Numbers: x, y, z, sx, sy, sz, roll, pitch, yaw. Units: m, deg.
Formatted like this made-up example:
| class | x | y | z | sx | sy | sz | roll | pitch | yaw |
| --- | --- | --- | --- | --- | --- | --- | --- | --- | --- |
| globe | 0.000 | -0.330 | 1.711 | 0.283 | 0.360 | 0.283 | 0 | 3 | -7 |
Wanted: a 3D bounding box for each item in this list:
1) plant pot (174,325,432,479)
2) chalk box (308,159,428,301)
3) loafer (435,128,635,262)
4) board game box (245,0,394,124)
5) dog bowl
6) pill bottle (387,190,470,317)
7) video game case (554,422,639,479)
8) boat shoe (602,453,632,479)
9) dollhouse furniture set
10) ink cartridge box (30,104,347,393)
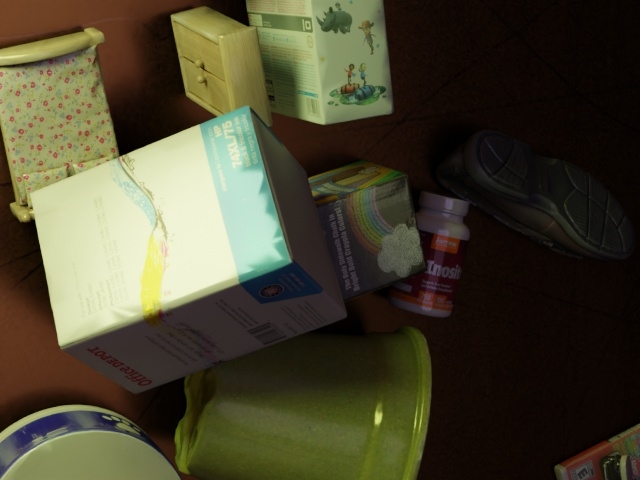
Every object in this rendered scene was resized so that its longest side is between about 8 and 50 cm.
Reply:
| class | x | y | z | sx | sy | sz | roll | pitch | yaw |
| --- | --- | --- | --- | --- | --- | --- | --- | --- | --- |
| plant pot | -0.033 | 0.212 | 1.865 | 0.253 | 0.276 | 0.276 | 13 | 94 | -12 |
| chalk box | 0.000 | 0.000 | 1.893 | 0.213 | 0.132 | 0.132 | -18 | 107 | -18 |
| loafer | 0.284 | -0.053 | 2.040 | 0.302 | 0.095 | 0.109 | 28 | 58 | -29 |
| board game box | -0.013 | -0.298 | 1.782 | 0.097 | 0.224 | 0.303 | -13 | 105 | -20 |
| dog bowl | -0.290 | 0.336 | 1.842 | 0.264 | 0.104 | 0.265 | -4 | 101 | -23 |
| pill bottle | 0.142 | 0.016 | 1.979 | 0.086 | 0.086 | 0.152 | 11 | 95 | -24 |
| video game case | 0.480 | 0.354 | 2.217 | 0.285 | 0.025 | 0.204 | -24 | 107 | -18 |
| boat shoe | 0.415 | 0.356 | 2.154 | 0.046 | 0.038 | 0.125 | -43 | 128 | -56 |
| dollhouse furniture set | -0.254 | -0.172 | 1.708 | 0.355 | 0.174 | 0.303 | -17 | 113 | -20 |
| ink cartridge box | -0.145 | 0.017 | 1.708 | 0.270 | 0.198 | 0.197 | -21 | 65 | 10 |
